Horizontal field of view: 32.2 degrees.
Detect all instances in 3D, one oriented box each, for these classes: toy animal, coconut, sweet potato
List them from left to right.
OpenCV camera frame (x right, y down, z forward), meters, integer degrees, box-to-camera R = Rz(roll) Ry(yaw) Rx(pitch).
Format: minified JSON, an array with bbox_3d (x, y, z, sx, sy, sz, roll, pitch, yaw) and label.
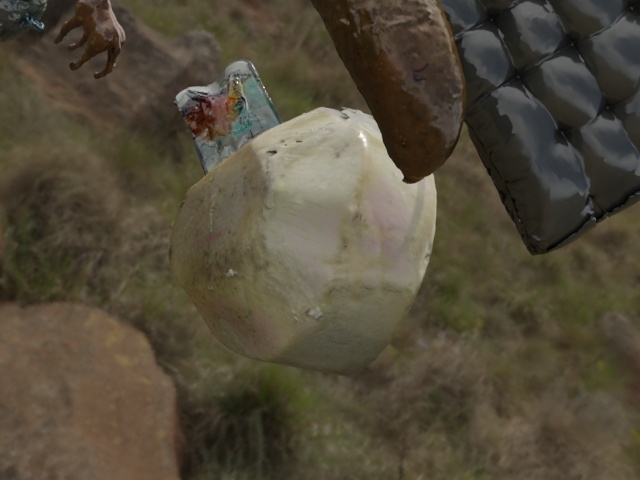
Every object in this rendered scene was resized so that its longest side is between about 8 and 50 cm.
[{"bbox_3d":[-0.357,-0.188,1.032,0.079,0.253,0.070,53,13,-39],"label":"toy animal"},{"bbox_3d":[-0.407,-0.424,1.943,0.066,0.230,0.224,-21,67,-48],"label":"toy animal"},{"bbox_3d":[0.000,0.000,1.407,0.352,0.353,0.352,29,17,-10],"label":"coconut"},{"bbox_3d":[0.020,-0.208,0.777,0.114,0.092,0.341,42,29,-61],"label":"sweet potato"}]

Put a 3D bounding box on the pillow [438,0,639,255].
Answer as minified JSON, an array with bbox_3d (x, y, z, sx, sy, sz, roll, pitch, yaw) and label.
[{"bbox_3d":[0.189,-0.181,0.863,0.326,0.228,0.101,62,7,7],"label":"pillow"}]

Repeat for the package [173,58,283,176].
[{"bbox_3d":[-0.153,-0.202,1.931,0.040,0.166,0.232,71,-5,-69],"label":"package"}]
